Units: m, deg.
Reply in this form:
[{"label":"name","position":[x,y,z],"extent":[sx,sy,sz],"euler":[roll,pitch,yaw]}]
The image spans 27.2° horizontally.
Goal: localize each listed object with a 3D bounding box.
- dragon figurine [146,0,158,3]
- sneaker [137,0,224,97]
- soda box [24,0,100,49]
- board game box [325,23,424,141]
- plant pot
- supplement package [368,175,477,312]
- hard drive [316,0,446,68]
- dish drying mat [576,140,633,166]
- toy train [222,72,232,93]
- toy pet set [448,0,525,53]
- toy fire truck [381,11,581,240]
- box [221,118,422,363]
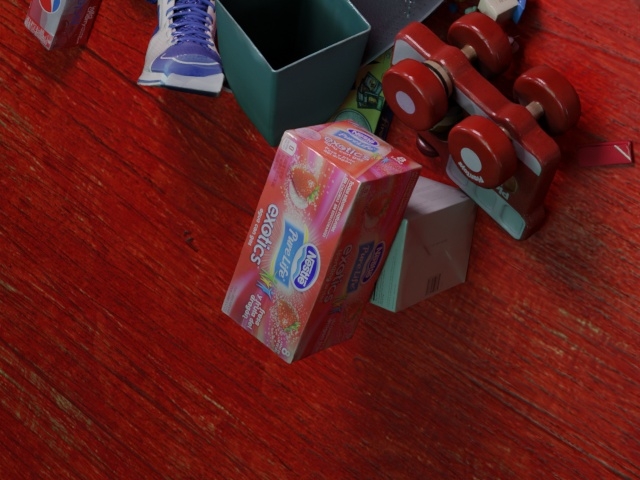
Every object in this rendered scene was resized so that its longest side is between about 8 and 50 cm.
[{"label":"dragon figurine","position":[-0.335,-0.507,2.178],"extent":[0.085,0.289,0.144],"euler":[17,75,32]},{"label":"sneaker","position":[-0.222,-0.334,2.120],"extent":[0.315,0.127,0.182],"euler":[-133,51,-73]},{"label":"soda box","position":[-0.435,-0.470,2.337],"extent":[0.083,0.092,0.263],"euler":[42,124,21]},{"label":"board game box","position":[0.053,-0.265,2.035],"extent":[0.165,0.042,0.243],"euler":[34,121,27]},{"label":"plant pot","position":[-0.048,-0.259,1.953],"extent":[0.165,0.165,0.234],"euler":[53,157,25]},{"label":"supplement package","position":[0.093,-0.012,1.975],"extent":[0.203,0.194,0.149],"euler":[21,114,34]},{"label":"hard drive","position":[0.107,-0.381,1.895],"extent":[0.255,0.054,0.172],"euler":[-38,77,39]},{"label":"dish drying mat","position":[0.392,-0.119,1.825],"extent":[0.083,0.008,0.032],"euler":[-2,102,39]},{"label":"toy train","position":[-0.103,-0.307,2.108],"extent":[0.080,0.105,0.184],"euler":[46,126,20]},{"label":"toy pet set","position":[0.249,-0.326,1.864],"extent":[0.122,0.065,0.114],"euler":[57,164,15]},{"label":"toy fire truck","position":[0.209,-0.156,1.860],"extent":[0.302,0.169,0.254],"euler":[43,155,19]},{"label":"box","position":[0.000,0.000,1.827],"extent":[0.142,0.154,0.300],"euler":[36,120,26]}]
